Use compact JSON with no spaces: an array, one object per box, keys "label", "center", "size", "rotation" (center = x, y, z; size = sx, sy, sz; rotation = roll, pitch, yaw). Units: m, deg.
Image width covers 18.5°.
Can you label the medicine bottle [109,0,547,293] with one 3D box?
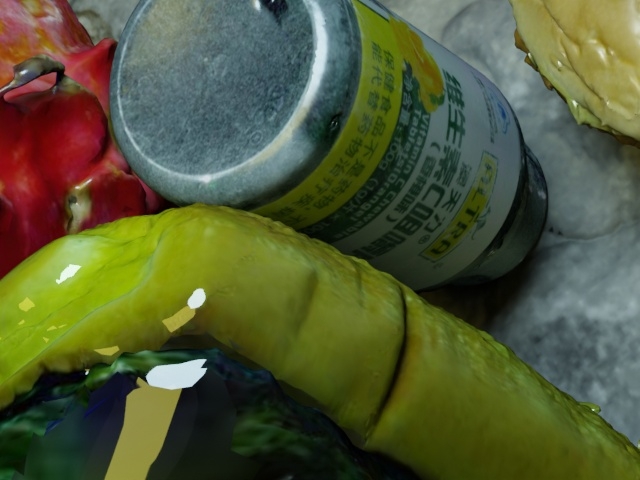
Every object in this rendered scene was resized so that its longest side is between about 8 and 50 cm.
[{"label":"medicine bottle","center":[0.021,-0.052,1.071],"size":[0.141,0.293,0.141],"rotation":[-8,73,28]}]

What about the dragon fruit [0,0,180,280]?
[{"label":"dragon fruit","center":[-0.237,0.016,1.183],"size":[0.249,0.371,0.386],"rotation":[34,64,26]}]

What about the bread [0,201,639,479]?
[{"label":"bread","center":[-0.001,0.122,0.973],"size":[0.251,0.376,0.208],"rotation":[-11,56,57]}]

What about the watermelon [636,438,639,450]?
[{"label":"watermelon","center":[0.228,0.079,1.067],"size":[0.092,0.075,0.181],"rotation":[165,120,-75]}]

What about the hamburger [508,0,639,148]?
[{"label":"hamburger","center":[0.236,-0.165,1.049],"size":[0.283,0.144,0.259],"rotation":[-43,59,11]}]
